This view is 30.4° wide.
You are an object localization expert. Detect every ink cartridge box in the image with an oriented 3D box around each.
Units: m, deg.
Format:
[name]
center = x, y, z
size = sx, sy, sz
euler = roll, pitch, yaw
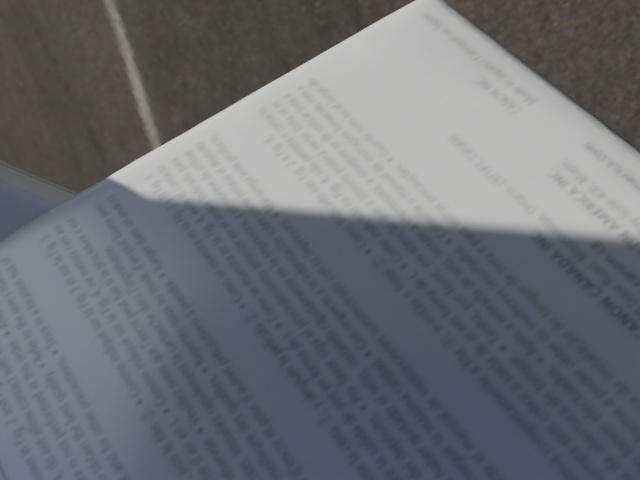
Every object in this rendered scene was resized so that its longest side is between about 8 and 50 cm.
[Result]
[ink cartridge box]
center = -0.025, 0.101, 0.395
size = 0.308, 0.385, 0.091
euler = 50, 168, 41

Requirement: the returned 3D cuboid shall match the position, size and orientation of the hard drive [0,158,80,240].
[hard drive]
center = -0.208, 0.060, 1.055
size = 0.203, 0.307, 0.040
euler = -56, 22, 27
